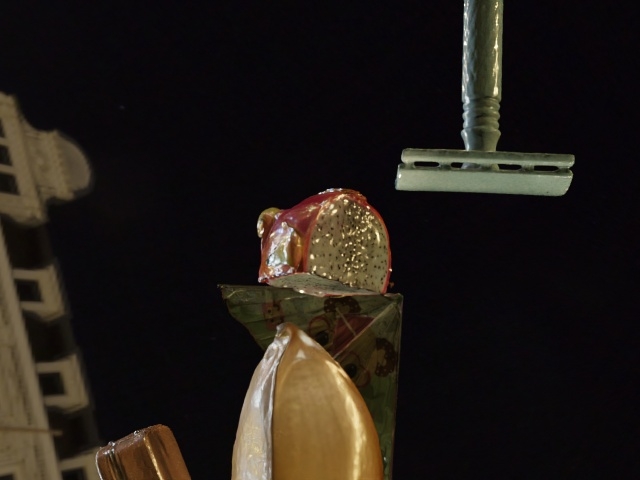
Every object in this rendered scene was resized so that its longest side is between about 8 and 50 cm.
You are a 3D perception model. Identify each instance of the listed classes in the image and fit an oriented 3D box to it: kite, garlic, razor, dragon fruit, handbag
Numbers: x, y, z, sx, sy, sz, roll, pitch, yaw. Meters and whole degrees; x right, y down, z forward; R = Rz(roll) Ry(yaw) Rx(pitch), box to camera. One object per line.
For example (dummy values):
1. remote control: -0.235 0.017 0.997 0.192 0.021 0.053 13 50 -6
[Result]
1. kite: 0.004 0.148 1.154 0.323 0.013 0.268 47 -69 9
2. garlic: -0.019 0.174 0.783 0.115 0.128 0.206 -14 -103 44
3. razor: 0.107 -0.144 0.626 0.106 0.068 0.232 3 -98 2
4. dragon fruit: 0.000 0.000 0.562 0.056 0.083 0.060 -2 -102 47
5. handbag: -0.207 0.309 1.209 0.072 0.193 0.151 -24 -96 -5
